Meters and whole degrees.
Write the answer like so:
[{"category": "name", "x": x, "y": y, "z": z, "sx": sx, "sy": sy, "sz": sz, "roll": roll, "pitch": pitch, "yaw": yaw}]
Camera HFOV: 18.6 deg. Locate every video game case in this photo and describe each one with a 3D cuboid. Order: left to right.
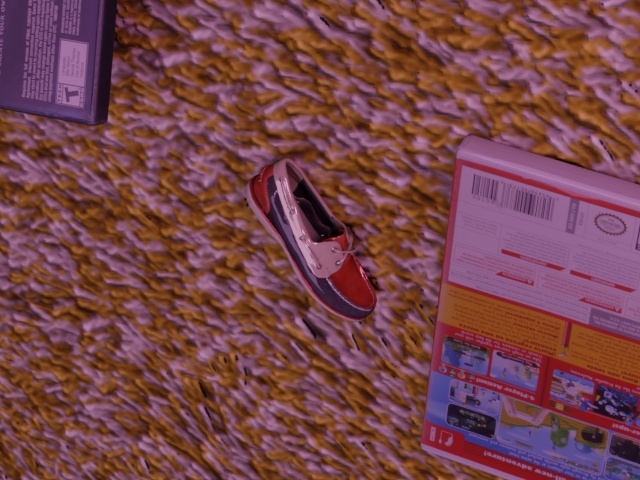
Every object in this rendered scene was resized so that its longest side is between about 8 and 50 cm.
[{"category": "video game case", "x": -0.268, "y": -0.200, "z": 1.403, "sx": 0.274, "sy": 0.026, "sz": 0.196, "roll": 11, "pitch": 103, "yaw": 23}, {"category": "video game case", "x": 0.180, "y": 0.072, "z": 1.399, "sx": 0.204, "sy": 0.025, "sz": 0.285, "roll": 18, "pitch": 129, "yaw": 17}]

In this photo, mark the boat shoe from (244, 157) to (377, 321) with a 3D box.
[{"category": "boat shoe", "x": 0.000, "y": 0.000, "z": 1.435, "sx": 0.043, "sy": 0.049, "sz": 0.137, "roll": -31, "pitch": 99, "yaw": 38}]
